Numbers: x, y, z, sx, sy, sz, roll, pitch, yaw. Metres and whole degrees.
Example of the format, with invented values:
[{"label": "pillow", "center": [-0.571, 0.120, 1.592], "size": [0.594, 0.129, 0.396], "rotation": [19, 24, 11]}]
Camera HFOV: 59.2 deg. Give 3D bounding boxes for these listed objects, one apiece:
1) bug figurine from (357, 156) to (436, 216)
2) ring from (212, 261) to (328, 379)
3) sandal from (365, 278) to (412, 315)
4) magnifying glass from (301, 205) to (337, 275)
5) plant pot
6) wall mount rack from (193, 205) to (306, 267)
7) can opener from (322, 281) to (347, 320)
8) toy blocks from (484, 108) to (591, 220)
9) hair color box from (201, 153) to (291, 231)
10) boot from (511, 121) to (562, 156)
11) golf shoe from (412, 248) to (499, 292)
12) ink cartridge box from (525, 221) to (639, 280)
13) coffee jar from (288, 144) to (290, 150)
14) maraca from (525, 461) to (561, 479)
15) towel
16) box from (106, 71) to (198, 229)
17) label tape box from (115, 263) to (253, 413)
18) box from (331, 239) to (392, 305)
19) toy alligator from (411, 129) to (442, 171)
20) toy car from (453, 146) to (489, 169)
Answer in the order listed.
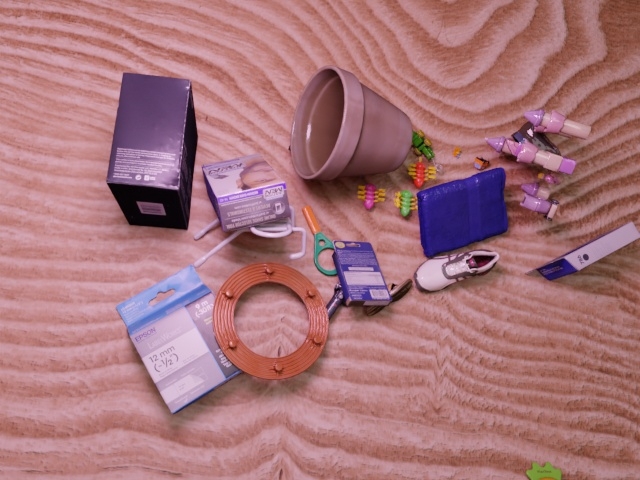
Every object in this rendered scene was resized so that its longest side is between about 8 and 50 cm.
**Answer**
[{"label": "bug figurine", "center": [0.221, -0.188, 1.807], "size": [0.279, 0.072, 0.216], "rotation": [11, 67, -3]}, {"label": "ring", "center": [-0.131, 0.215, 1.564], "size": [0.337, 0.032, 0.336], "rotation": [8, 64, -17]}, {"label": "sandal", "center": [0.204, 0.163, 1.712], "size": [0.180, 0.072, 0.049], "rotation": [-32, 60, -13]}, {"label": "magnifying glass", "center": [0.000, 0.000, 1.742], "size": [0.092, 0.026, 0.231], "rotation": [-21, 80, -15]}, {"label": "plant pot", "center": [0.104, -0.318, 1.653], "size": [0.280, 0.323, 0.323], "rotation": [7, 72, -29]}, {"label": "wall mount rack", "center": [-0.206, -0.026, 1.602], "size": [0.304, 0.350, 0.130], "rotation": [-1, 111, -12]}, {"label": "can opener", "center": [0.041, 0.191, 1.672], "size": [0.073, 0.059, 0.186], "rotation": [39, 71, 2]}, {"label": "toy blocks", "center": [0.648, -0.264, 1.792], "size": [0.260, 0.288, 0.309], "rotation": [20, 104, 8]}, {"label": "hair color box", "center": [-0.218, -0.145, 1.587], "size": [0.185, 0.339, 0.110], "rotation": [-14, 116, -14]}, {"label": "boot", "center": [0.754, -0.309, 1.951], "size": [0.106, 0.082, 0.219], "rotation": [-29, 88, 8]}, {"label": "golf shoe", "center": [0.418, 0.080, 1.740], "size": [0.273, 0.120, 0.105], "rotation": [-17, 79, -13]}, {"label": "ink cartridge box", "center": [0.833, 0.049, 1.796], "size": [0.333, 0.165, 0.065], "rotation": [-23, 80, -15]}, {"label": "coffee jar", "center": [-0.009, -0.316, 1.802], "size": [0.184, 0.079, 0.096], "rotation": [-38, 90, -18]}, {"label": "maraca", "center": [0.655, 0.725, 1.605], "size": [0.127, 0.099, 0.185], "rotation": [1, 49, -6]}, {"label": "towel", "center": [0.445, -0.091, 1.777], "size": [0.308, 0.076, 0.227], "rotation": [-17, 113, -17]}, {"label": "box", "center": [-0.450, -0.231, 1.563], "size": [0.179, 0.343, 0.312], "rotation": [5, 72, -8]}, {"label": "label tape box", "center": [-0.378, 0.259, 1.552], "size": [0.249, 0.115, 0.347], "rotation": [-29, 82, -17]}, {"label": "box", "center": [0.117, 0.096, 1.682], "size": [0.136, 0.036, 0.225], "rotation": [3, 49, -22]}, {"label": "toy alligator", "center": [0.350, -0.308, 1.880], "size": [0.189, 0.056, 0.051], "rotation": [53, 32, 8]}, {"label": "toy car", "center": [0.509, -0.276, 1.914], "size": [0.122, 0.060, 0.040], "rotation": [30, 115, 17]}]
